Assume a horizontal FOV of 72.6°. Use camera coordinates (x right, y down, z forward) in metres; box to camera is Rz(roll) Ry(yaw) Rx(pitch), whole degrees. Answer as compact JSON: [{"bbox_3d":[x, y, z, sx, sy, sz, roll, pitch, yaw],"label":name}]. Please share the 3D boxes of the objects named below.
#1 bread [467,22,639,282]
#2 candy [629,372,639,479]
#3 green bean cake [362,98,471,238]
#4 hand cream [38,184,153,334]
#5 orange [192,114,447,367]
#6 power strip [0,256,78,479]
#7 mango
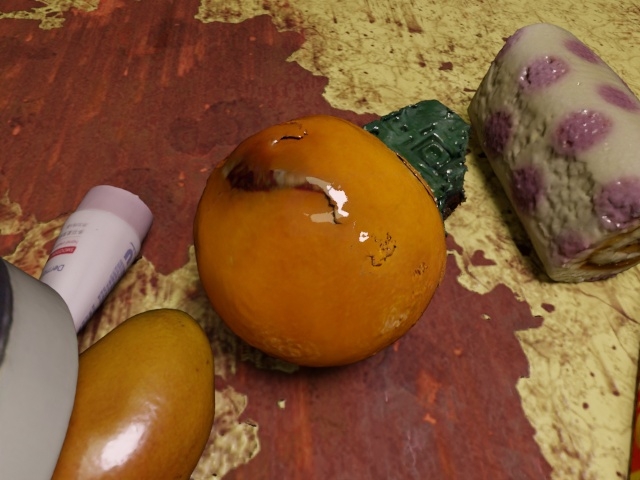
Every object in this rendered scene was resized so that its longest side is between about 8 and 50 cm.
[{"bbox_3d":[0.328,-0.125,0.588,0.155,0.187,0.338,2,54,-14],"label":"bread"},{"bbox_3d":[0.418,0.172,0.443,0.146,0.088,0.276,25,56,13],"label":"candy"},{"bbox_3d":[0.141,-0.091,0.596,0.208,0.107,0.193,-30,61,-26],"label":"green bean cake"},{"bbox_3d":[-0.264,0.056,0.456,0.083,0.133,0.248,36,43,-27],"label":"hand cream"},{"bbox_3d":[0.000,0.000,0.435,0.246,0.246,0.246,3,54,-4],"label":"orange"},{"bbox_3d":[-0.344,0.124,0.282,0.357,0.161,0.357,-14,51,18],"label":"power strip"},{"bbox_3d":[-0.170,0.158,0.371,0.151,0.120,0.221,31,55,18],"label":"mango"}]
